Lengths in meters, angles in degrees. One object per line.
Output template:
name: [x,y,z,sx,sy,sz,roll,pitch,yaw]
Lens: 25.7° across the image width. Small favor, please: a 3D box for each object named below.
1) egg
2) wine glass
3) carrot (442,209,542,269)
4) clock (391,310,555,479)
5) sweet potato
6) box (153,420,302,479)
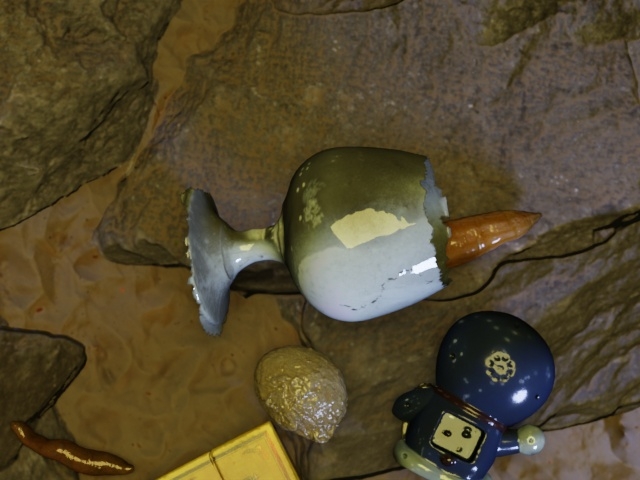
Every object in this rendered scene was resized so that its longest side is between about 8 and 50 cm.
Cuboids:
egg: [-0.026,0.200,1.856,0.140,0.116,0.118,38,60,9]
wine glass: [0.000,0.000,1.797,0.323,0.238,0.238,-6,81,12]
carrot: [0.210,-0.003,1.917,0.205,0.072,0.072,-16,81,-9]
clock: [0.210,0.212,1.843,0.200,0.146,0.243,28,89,9]
sweet potato: [-0.337,0.285,1.880,0.179,0.044,0.044,17,81,3]
box: [-0.155,0.390,1.840,0.301,0.084,0.193,-27,82,-4]
